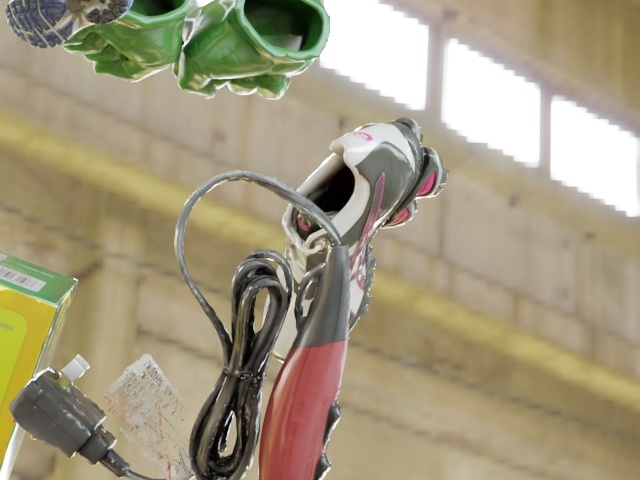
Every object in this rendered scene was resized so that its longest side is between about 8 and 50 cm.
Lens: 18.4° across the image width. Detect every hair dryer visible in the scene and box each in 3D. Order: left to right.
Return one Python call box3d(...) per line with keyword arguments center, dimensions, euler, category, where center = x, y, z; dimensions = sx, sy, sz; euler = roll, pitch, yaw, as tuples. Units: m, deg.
box3d(center=(-0.025, 0.134, 0.999), dimensions=(0.223, 0.293, 0.080), euler=(-42, -6, 31), category="hair dryer")

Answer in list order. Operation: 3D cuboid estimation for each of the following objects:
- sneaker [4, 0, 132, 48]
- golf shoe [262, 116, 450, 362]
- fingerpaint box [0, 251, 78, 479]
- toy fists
box3d(center=(-0.215, -0.208, 1.741), dimensions=(0.135, 0.058, 0.052), euler=(-8, -65, 27), category="sneaker")
box3d(center=(0.000, 0.000, 1.806), dimensions=(0.120, 0.105, 0.273), euler=(-1, -51, -47), category="golf shoe")
box3d(center=(-0.543, 0.147, 2.197), dimensions=(0.445, 0.371, 0.163), euler=(20, 9, -1), category="fingerpaint box")
box3d(center=(-0.134, -0.199, 1.890), dimensions=(0.279, 0.096, 0.142), euler=(9, -14, -29), category="toy fists")
